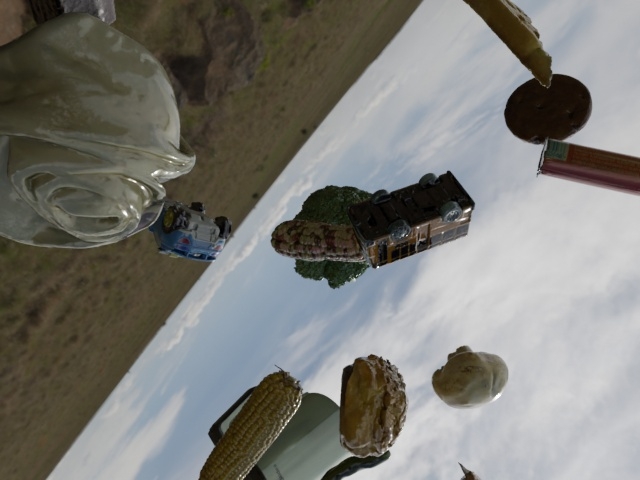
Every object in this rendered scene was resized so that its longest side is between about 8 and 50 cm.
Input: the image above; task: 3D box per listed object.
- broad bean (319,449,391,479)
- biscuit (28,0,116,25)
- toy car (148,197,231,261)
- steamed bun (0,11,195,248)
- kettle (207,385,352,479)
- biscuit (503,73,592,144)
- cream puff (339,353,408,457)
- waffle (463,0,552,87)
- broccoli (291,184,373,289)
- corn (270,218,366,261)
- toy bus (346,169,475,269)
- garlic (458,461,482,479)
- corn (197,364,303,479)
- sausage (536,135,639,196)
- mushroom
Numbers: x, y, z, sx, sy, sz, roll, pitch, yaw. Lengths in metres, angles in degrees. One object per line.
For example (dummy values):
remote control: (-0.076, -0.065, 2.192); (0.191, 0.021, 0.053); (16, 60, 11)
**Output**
broad bean: (0.069, 0.570, 1.248); (0.226, 0.069, 0.039); (-36, -176, 2)
biscuit: (-0.340, -0.421, 0.652); (0.107, 0.073, 0.388); (-49, 176, -29)
toy car: (-0.411, -0.034, 1.482); (0.314, 0.198, 0.166); (27, -81, 43)
steamed bun: (-0.363, -0.122, 0.772); (0.367, 0.255, 0.342); (-35, 161, 12)
kettle: (-0.128, 0.612, 1.550); (0.250, 0.361, 0.376); (-37, 168, 39)
biscuit: (0.567, -0.333, 1.272); (0.212, 0.036, 0.212); (-12, -118, 22)
cream puff: (0.100, 0.308, 0.954); (0.189, 0.129, 0.189); (4, 90, -85)
waffle: (0.245, -0.226, 0.592); (0.032, 0.125, 0.191); (-47, -128, 35)
broccoli: (0.062, -0.016, 1.560); (0.413, 0.310, 0.321); (-2, -179, 27)
corn: (0.000, 0.000, 1.089); (0.280, 0.092, 0.092); (2, -130, 47)
toy bus: (0.153, -0.033, 0.886); (0.200, 0.098, 0.114); (-19, 142, -7)
garlic: (0.287, 0.515, 0.954); (0.090, 0.128, 0.198); (-4, -105, 31)
corn: (-0.153, 0.420, 1.104); (0.305, 0.106, 0.106); (-52, -171, -10)
sausage: (0.544, -0.127, 0.945); (0.083, 0.263, 0.083); (16, 90, -77)
mushroom: (0.287, 0.264, 0.981); (0.148, 0.148, 0.112); (-46, -132, 27)
